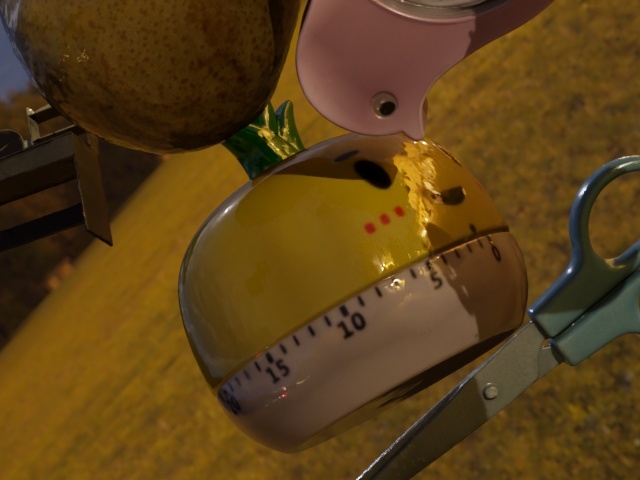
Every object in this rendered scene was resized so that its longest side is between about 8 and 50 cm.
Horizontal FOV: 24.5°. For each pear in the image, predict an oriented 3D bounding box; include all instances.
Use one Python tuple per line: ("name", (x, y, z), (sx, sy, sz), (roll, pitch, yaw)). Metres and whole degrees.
("pear", (-0.113, -0.176, 1.056), (0.188, 0.211, 0.229), (10, 72, 40))

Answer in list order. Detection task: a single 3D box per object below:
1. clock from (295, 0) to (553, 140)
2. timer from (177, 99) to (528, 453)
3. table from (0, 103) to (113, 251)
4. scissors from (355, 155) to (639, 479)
("clock", (0.028, -0.230, 0.951), (0.275, 0.290, 0.080), (-54, 8, 19))
("timer", (0.000, 0.000, 1.134), (0.285, 0.285, 0.285), (-45, 8, 8))
("table", (-0.287, -0.057, 1.419), (0.146, 0.175, 0.062), (-19, -23, 13))
("scissors", (0.186, 0.111, 1.355), (0.447, 0.193, 0.029), (-39, 16, -2))
